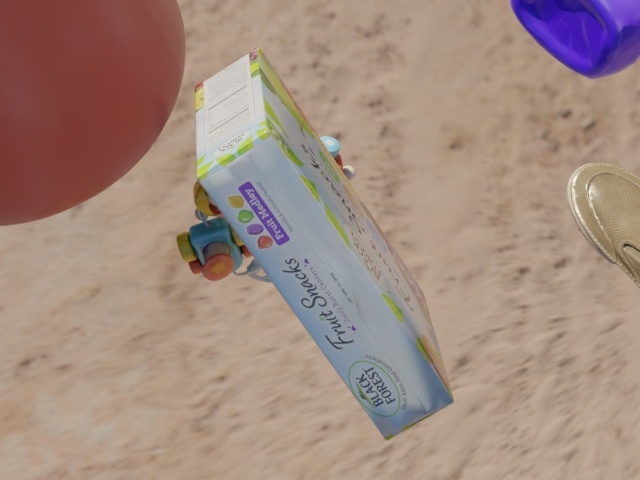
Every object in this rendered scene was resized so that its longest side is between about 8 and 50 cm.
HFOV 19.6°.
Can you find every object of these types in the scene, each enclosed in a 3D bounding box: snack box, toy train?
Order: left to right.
[{"bbox_3d":[-0.047,-0.016,1.507,0.125,0.046,0.166,11,131,-20],"label":"toy train"},{"bbox_3d":[0.000,0.000,0.763,0.037,0.100,0.141,-31,114,11],"label":"snack box"}]

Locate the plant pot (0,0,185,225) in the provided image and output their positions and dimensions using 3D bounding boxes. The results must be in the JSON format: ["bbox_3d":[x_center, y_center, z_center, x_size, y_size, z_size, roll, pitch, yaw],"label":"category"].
[{"bbox_3d":[-0.241,-0.182,1.292,0.275,0.243,0.275,-1,65,3],"label":"plant pot"}]

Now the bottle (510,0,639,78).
[{"bbox_3d":[0.271,-0.235,1.454,0.118,0.092,0.283,43,55,12],"label":"bottle"}]

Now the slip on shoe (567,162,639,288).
[{"bbox_3d":[0.182,0.004,1.004,0.051,0.041,0.135,-25,61,-12],"label":"slip on shoe"}]
